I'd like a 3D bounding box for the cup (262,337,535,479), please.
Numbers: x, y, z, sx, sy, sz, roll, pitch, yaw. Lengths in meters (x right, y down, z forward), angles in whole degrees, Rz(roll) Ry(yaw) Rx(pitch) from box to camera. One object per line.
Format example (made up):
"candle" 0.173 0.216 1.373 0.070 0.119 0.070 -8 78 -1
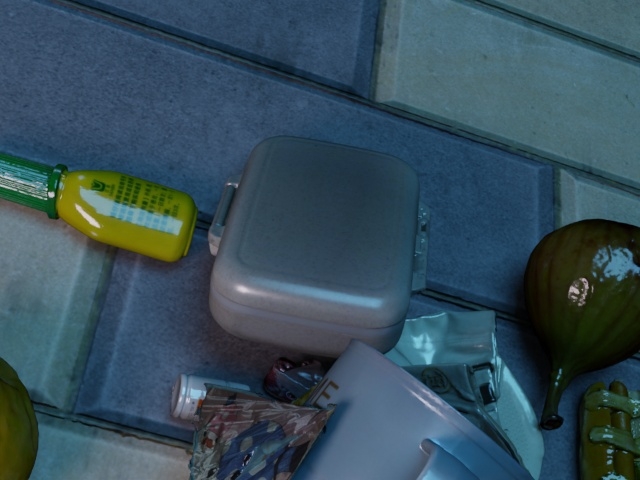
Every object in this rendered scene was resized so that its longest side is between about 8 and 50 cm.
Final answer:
"cup" 0.055 0.314 1.191 0.311 0.331 0.257 -50 121 -6

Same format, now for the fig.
"fig" 0.359 0.121 1.603 0.217 0.217 0.321 32 64 1

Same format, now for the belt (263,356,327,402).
"belt" 0.032 0.229 1.467 0.232 0.053 0.071 39 59 6

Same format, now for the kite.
"kite" -0.114 0.269 1.205 0.014 0.368 0.406 42 25 -23

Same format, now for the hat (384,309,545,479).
"hat" 0.180 0.235 1.483 0.301 0.168 0.258 63 21 -3

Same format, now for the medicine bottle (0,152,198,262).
"medicine bottle" -0.314 -0.056 1.503 0.309 0.076 0.111 18 46 -12

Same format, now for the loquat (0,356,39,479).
"loquat" -0.416 0.212 1.187 0.244 0.244 0.244 11 53 -16

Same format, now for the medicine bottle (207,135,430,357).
"medicine bottle" 0.000 0.000 1.505 0.282 0.123 0.375 12 36 0

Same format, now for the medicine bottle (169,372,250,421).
"medicine bottle" -0.137 0.198 1.412 0.089 0.057 0.057 12 53 -16

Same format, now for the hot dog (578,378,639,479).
"hot dog" 0.408 0.306 1.563 0.109 0.072 0.269 16 51 -9

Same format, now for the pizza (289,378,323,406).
"pizza" 0.022 0.230 1.392 0.185 0.176 0.036 29 20 -2
